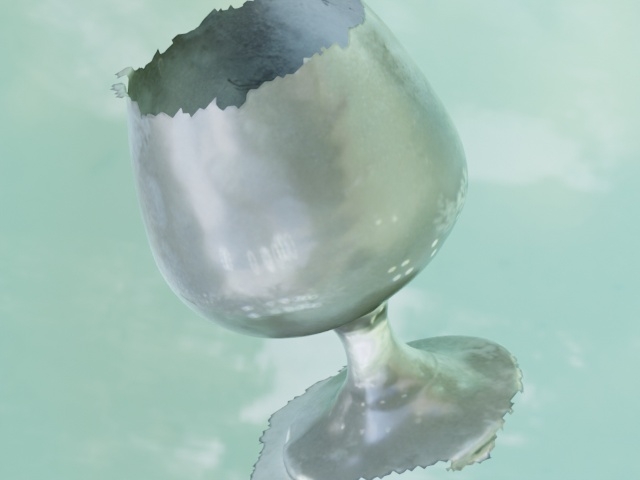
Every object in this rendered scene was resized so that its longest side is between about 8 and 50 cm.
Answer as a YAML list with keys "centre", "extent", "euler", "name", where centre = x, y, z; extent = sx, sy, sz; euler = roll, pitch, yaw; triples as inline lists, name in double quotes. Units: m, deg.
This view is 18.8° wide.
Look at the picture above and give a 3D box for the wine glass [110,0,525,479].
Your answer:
- centre: [0.000, 0.000, 1.335]
  extent: [0.238, 0.238, 0.323]
  euler: [16, 134, 55]
  name: "wine glass"
